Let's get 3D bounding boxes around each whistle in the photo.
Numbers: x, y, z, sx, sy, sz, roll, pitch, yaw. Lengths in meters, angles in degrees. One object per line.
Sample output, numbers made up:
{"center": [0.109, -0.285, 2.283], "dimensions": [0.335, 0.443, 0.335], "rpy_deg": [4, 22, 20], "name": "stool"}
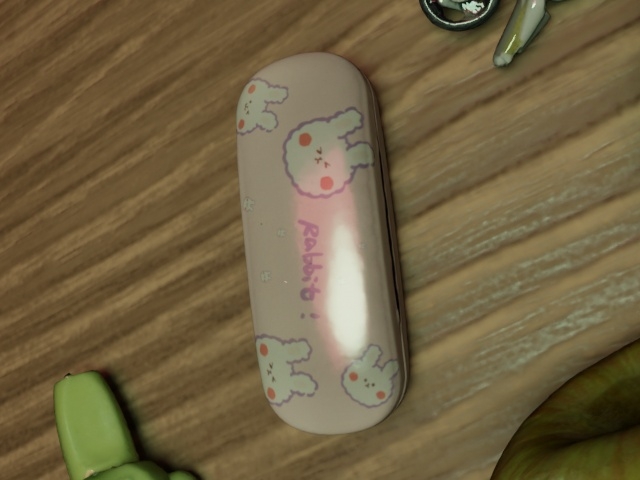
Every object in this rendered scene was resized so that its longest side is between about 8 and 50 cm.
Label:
{"center": [-0.159, 0.257, 0.602], "dimensions": [0.141, 0.141, 0.294], "rpy_deg": [-42, 54, 14], "name": "whistle"}

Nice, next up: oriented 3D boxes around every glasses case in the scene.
{"center": [0.000, 0.000, 0.562], "dimensions": [0.113, 0.075, 0.296], "rpy_deg": [-9, 85, 19], "name": "glasses case"}

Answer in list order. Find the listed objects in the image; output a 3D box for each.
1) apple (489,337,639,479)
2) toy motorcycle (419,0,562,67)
{"center": [0.228, 0.177, 0.375], "dimensions": [0.265, 0.264, 0.264], "rpy_deg": [-1, 86, 21], "name": "apple"}
{"center": [0.174, -0.232, 0.506], "dimensions": [0.151, 0.074, 0.228], "rpy_deg": [32, 108, 2], "name": "toy motorcycle"}
